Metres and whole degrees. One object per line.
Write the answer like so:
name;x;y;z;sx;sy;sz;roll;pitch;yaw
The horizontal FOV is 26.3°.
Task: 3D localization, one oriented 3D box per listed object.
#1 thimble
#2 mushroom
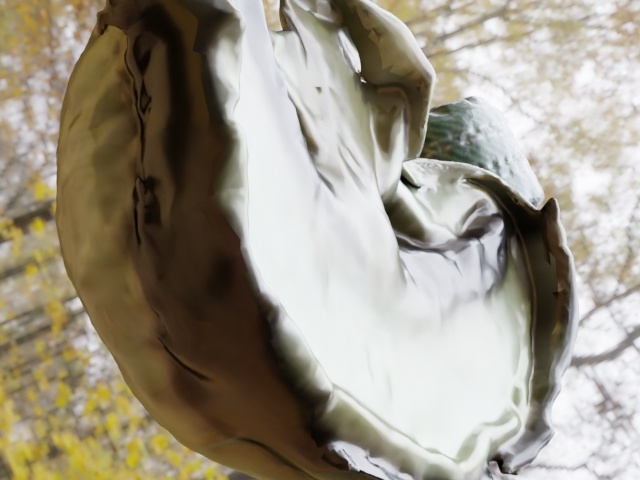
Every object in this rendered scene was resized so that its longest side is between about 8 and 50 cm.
thimble;0.087;-0.040;0.952;0.118;0.135;0.090;-26;-98;29
mushroom;-0.001;0.001;0.638;0.130;0.344;0.247;-13;-106;29
